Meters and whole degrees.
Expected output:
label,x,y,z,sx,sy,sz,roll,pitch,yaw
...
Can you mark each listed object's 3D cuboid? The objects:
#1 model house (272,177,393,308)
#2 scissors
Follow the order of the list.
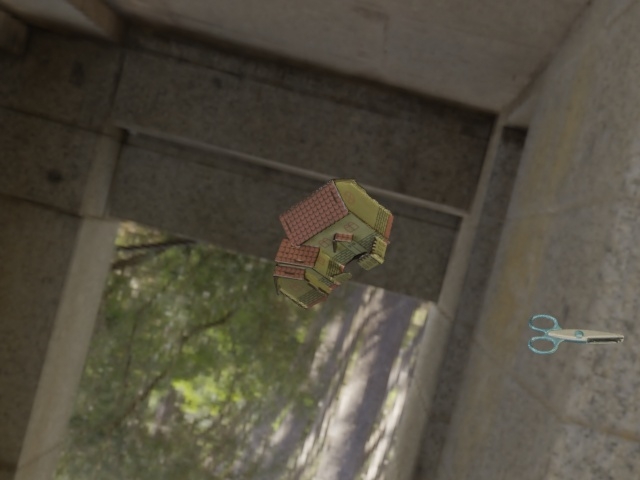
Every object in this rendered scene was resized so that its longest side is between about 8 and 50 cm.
label,x,y,z,sx,sy,sz,roll,pitch,yaw
model house,0.000,0.000,0.683,0.058,0.057,0.083,36,138,-23
scissors,0.327,0.122,1.295,0.119,0.058,0.014,2,147,10
